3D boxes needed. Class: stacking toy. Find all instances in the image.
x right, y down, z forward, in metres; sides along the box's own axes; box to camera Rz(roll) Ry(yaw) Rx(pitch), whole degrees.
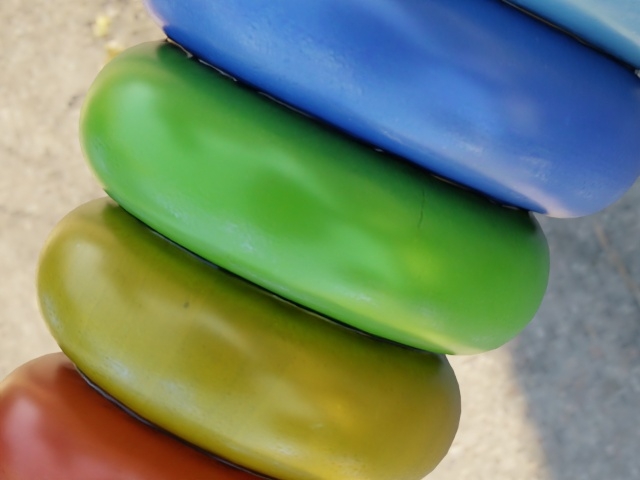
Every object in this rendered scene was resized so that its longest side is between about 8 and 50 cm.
[{"bbox_3d":[0.000,0.000,0.399,0.141,0.141,0.330,30,99,43],"label":"stacking toy"}]
